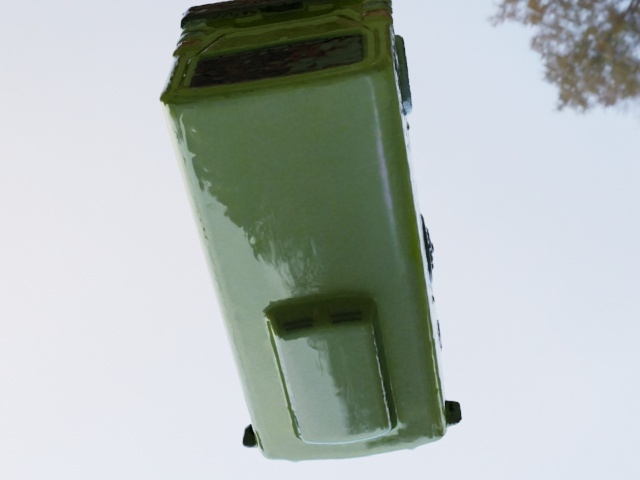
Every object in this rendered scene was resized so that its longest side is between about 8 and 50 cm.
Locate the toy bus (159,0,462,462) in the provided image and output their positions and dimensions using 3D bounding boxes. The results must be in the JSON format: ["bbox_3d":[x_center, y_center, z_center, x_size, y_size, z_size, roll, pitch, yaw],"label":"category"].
[{"bbox_3d":[0.000,0.000,0.399,0.088,0.175,0.101,-8,-149,6],"label":"toy bus"}]
